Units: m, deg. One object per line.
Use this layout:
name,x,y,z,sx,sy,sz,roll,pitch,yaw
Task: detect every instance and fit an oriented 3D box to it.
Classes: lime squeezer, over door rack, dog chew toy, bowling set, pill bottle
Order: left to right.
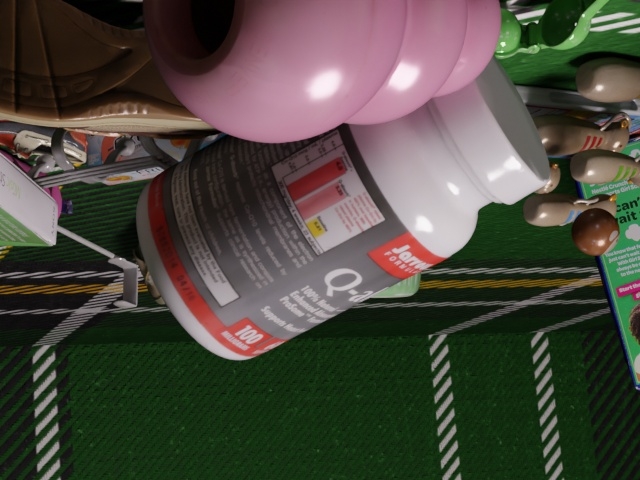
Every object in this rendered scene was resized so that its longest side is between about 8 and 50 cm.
over door rack,-0.205,-0.047,1.667,0.240,0.108,0.324,-8,147,25
pill bottle,0.021,-0.047,1.425,0.363,0.210,0.210,-28,160,20
dog chew toy,0.021,-0.182,1.183,0.207,0.206,0.332,-15,173,42
lime squeezer,0.190,-0.213,1.417,0.310,0.058,0.110,-8,168,22
bowling set,0.322,-0.066,1.722,0.154,0.200,0.287,0,155,-33

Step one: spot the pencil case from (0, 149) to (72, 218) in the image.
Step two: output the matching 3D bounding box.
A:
pencil case,-0.396,-0.060,1.822,0.095,0.098,0.209,-8,167,17

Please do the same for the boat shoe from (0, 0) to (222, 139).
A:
boat shoe,-0.225,-0.147,1.373,0.342,0.123,0.123,3,164,-24

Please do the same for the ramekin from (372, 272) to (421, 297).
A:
ramekin,0.000,0.000,1.995,0.303,0.148,0.303,1,180,0

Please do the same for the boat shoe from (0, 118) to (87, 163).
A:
boat shoe,-0.336,-0.116,1.710,0.137,0.043,0.049,4,168,-30

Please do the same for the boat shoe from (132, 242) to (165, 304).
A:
boat shoe,-0.239,0.021,2.316,0.098,0.109,0.302,37,162,-4

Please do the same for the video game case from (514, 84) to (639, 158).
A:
video game case,0.279,-0.146,1.855,0.285,0.025,0.204,2,166,-30

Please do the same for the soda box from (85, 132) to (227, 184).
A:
soda box,-0.186,-0.111,1.752,0.183,0.058,0.063,-9,168,15

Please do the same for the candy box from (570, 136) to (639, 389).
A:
candy box,0.440,0.034,2.004,0.122,0.317,0.268,-18,173,10

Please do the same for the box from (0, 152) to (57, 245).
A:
box,-0.455,-0.048,1.493,0.322,0.058,0.232,2,166,9
